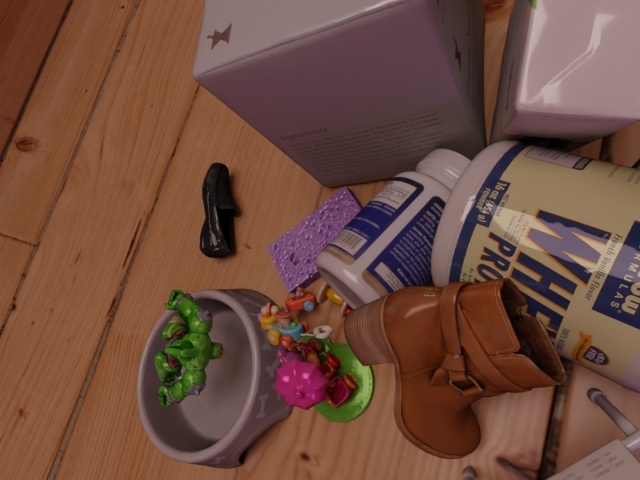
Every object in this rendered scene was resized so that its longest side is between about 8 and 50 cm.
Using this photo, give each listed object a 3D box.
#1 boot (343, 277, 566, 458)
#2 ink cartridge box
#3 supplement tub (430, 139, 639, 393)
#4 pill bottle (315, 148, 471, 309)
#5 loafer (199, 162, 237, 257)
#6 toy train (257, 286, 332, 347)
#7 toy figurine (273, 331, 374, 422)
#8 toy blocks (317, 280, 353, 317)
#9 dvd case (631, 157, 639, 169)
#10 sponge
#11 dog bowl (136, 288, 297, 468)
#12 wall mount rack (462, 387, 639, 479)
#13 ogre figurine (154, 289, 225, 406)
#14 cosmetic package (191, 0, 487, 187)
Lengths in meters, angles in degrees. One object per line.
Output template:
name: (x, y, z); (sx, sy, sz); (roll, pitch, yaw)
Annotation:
boot: (0.184, 0.164, 0.524); (0.220, 0.109, 0.284); (-23, 105, 43)
ink cartridge box: (0.301, -0.229, 0.554); (0.119, 0.353, 0.207); (8, 98, 16)
supplement tub: (0.326, 0.029, 0.514); (0.324, 0.235, 0.236); (26, 87, 35)
pill bottle: (0.131, -0.009, 0.667); (0.265, 0.153, 0.153); (-45, 55, -11)
loafer: (-0.221, -0.071, 0.976); (0.078, 0.076, 0.224); (-6, 74, 23)
toy train: (-0.046, 0.122, 0.749); (0.125, 0.046, 0.166); (-15, 16, -12)
toy figurine: (-0.017, 0.209, 0.701); (0.130, 0.159, 0.173); (-48, 56, 8)
toy blocks: (0.085, 0.090, 0.746); (0.148, 0.054, 0.123); (28, 80, 23)
dvd case: (0.562, -0.080, 0.543); (0.180, 0.022, 0.253); (-50, 56, 8)
sponge: (0.000, 0.000, 0.842); (0.210, 0.031, 0.117); (-38, 58, 15)
dog bowl: (-0.213, 0.255, 0.837); (0.348, 0.102, 0.349); (-11, 67, 28)
wall mount rack: (0.255, 0.282, 0.438); (0.350, 0.130, 0.304); (-39, 19, 12)
ogre figurine: (-0.235, 0.191, 0.755); (0.118, 0.096, 0.197); (-3, 60, 42)
cosmetic package: (0.068, -0.323, 0.697); (0.327, 0.393, 0.330); (-4, 72, 29)
